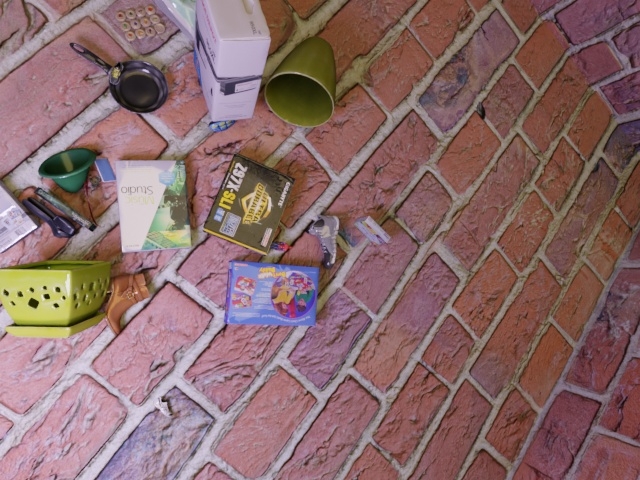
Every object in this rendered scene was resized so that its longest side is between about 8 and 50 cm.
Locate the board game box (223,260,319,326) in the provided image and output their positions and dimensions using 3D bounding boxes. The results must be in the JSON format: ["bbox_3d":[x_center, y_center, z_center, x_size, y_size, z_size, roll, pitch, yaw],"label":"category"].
[{"bbox_3d":[-0.184,0.206,1.628,0.347,0.078,0.233,7,84,-22],"label":"board game box"}]

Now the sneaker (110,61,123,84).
[{"bbox_3d":[-0.700,-0.576,1.442,0.031,0.035,0.083,14,81,-21],"label":"sneaker"}]

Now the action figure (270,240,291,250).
[{"bbox_3d":[-0.170,0.022,1.672,0.115,0.030,0.038,8,88,-15],"label":"action figure"}]

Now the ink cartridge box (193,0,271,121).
[{"bbox_3d":[-0.314,-0.643,1.430,0.166,0.395,0.285,-14,74,-22],"label":"ink cartridge box"}]

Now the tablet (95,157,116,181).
[{"bbox_3d":[-0.742,-0.242,1.452,0.054,0.006,0.083,-30,99,-62],"label":"tablet"}]

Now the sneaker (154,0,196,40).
[{"bbox_3d":[-0.511,-0.890,1.559,0.151,0.094,0.256,-49,114,-12],"label":"sneaker"}]

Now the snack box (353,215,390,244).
[{"bbox_3d":[0.220,-0.042,1.799,0.141,0.100,0.037,44,71,-13],"label":"snack box"}]

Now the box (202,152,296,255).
[{"bbox_3d":[-0.269,-0.135,1.605,0.257,0.079,0.322,23,78,-11],"label":"box"}]

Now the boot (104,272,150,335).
[{"bbox_3d":[-0.659,0.214,1.438,0.152,0.073,0.197,-13,94,-27],"label":"boot"}]

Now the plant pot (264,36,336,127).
[{"bbox_3d":[-0.050,-0.652,1.667,0.275,0.275,0.293,25,62,-19],"label":"plant pot"}]

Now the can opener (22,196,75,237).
[{"bbox_3d":[-0.882,-0.076,1.376,0.186,0.059,0.073,40,100,-5],"label":"can opener"}]

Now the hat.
[{"bbox_3d":[-0.813,-0.180,1.412,0.173,0.183,0.208,-2,42,3],"label":"hat"}]

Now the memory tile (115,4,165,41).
[{"bbox_3d":[-0.656,-0.793,1.538,0.148,0.012,0.113,-27,97,-22],"label":"memory tile"}]

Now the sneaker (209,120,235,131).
[{"bbox_3d":[-0.358,-0.488,1.619,0.078,0.067,0.188,42,71,3],"label":"sneaker"}]

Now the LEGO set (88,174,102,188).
[{"bbox_3d":[-0.784,-0.199,1.443,0.083,0.023,0.054,-4,86,-9],"label":"LEGO set"}]

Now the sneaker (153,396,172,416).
[{"bbox_3d":[-0.545,0.583,1.479,0.037,0.032,0.083,-45,104,-18],"label":"sneaker"}]

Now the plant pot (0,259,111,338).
[{"bbox_3d":[-0.794,0.173,1.279,0.228,0.227,0.207,0,93,2],"label":"plant pot"}]

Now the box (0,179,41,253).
[{"bbox_3d":[-1.004,-0.074,1.317,0.145,0.038,0.186,-39,102,-7],"label":"box"}]

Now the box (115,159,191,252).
[{"bbox_3d":[-0.590,-0.122,1.495,0.232,0.058,0.322,-5,89,-22],"label":"box"}]

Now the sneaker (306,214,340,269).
[{"bbox_3d":[0.000,0.000,1.724,0.132,0.086,0.228,11,72,-16],"label":"sneaker"}]

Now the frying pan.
[{"bbox_3d":[-0.705,-0.551,1.480,0.326,0.053,0.197,7,83,-20],"label":"frying pan"}]

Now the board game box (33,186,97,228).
[{"bbox_3d":[-0.818,-0.097,1.362,0.186,0.126,0.026,39,74,-16],"label":"board game box"}]
